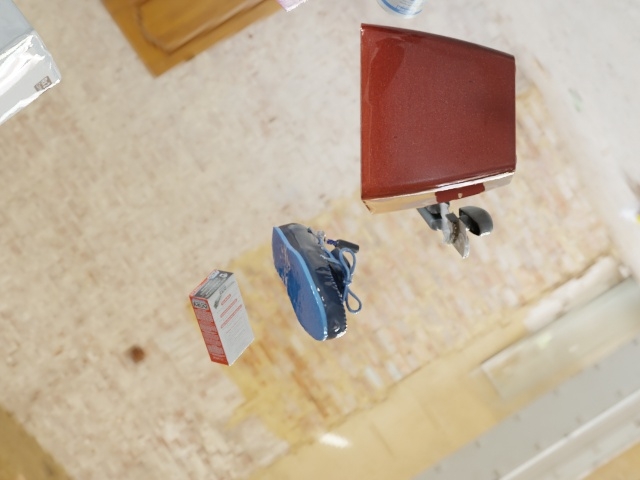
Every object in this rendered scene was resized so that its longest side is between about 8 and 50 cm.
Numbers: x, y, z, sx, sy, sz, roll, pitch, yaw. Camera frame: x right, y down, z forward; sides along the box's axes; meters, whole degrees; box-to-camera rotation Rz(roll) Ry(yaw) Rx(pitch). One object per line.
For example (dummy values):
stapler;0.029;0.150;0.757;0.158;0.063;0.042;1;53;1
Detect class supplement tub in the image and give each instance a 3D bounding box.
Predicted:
supplement tub;0.118;-0.336;1.480;0.071;0.071;0.107;57;144;17

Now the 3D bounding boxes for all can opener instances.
can opener;0.235;-0.058;2.239;0.280;0.093;0.074;-128;28;-55

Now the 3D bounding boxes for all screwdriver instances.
screwdriver;0.000;0.000;2.403;0.169;0.024;0.025;12;-142;-18

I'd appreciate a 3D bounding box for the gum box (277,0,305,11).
gum box;-0.014;-0.461;1.949;0.062;0.188;0.107;63;-170;18

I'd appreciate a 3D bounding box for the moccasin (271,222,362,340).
moccasin;0.003;0.048;2.009;0.342;0.116;0.138;-116;25;-57

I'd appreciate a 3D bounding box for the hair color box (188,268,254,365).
hair color box;-0.194;0.152;2.331;0.053;0.093;0.167;10;129;32

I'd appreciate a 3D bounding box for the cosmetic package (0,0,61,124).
cosmetic package;-0.398;-0.220;1.255;0.184;0.151;0.151;51;172;9

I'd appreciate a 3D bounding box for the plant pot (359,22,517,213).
plant pot;0.188;-0.184;1.866;0.267;0.235;0.267;35;-124;-83
